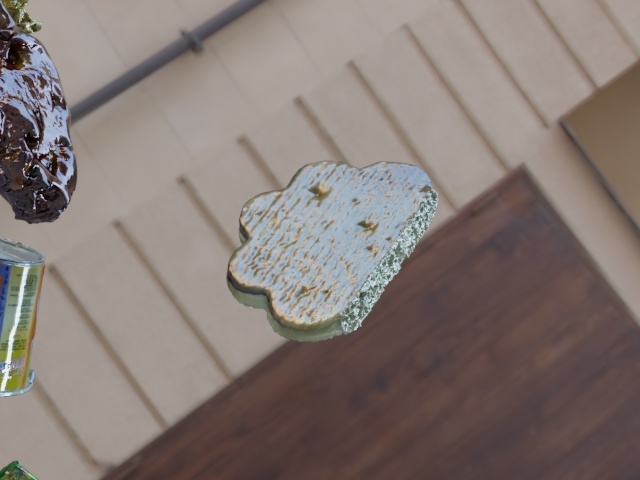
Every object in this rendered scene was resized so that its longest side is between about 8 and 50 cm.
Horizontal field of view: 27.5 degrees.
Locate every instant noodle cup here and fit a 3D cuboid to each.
[{"bbox_3d":[-0.571,0.100,2.057,0.296,0.214,0.296,16,6,-2],"label":"instant noodle cup"}]

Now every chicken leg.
[{"bbox_3d":[-0.382,-0.197,1.572,0.158,0.096,0.407,26,42,-67],"label":"chicken leg"}]

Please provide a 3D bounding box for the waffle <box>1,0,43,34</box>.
[{"bbox_3d":[-0.579,-0.354,2.078,0.052,0.254,0.245,39,-10,45],"label":"waffle"}]

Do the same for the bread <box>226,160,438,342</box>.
[{"bbox_3d":[0.000,0.000,1.504,0.207,0.286,0.056,21,-40,28],"label":"bread"}]

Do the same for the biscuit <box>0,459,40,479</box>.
[{"bbox_3d":[-0.385,0.321,1.704,0.089,0.046,0.016,49,-5,-31],"label":"biscuit"}]
